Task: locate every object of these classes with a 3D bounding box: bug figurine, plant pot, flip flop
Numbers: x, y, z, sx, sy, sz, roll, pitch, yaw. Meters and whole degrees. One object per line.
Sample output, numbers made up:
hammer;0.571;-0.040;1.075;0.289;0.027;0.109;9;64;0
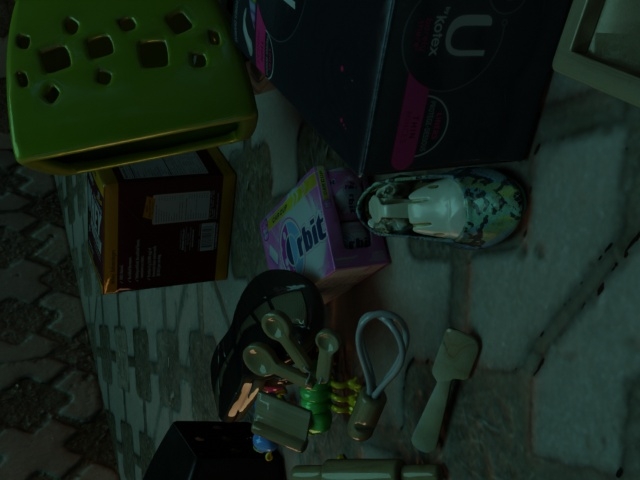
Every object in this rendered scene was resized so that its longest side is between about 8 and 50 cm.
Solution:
bug figurine;-0.028;0.217;0.975;0.279;0.072;0.216;-148;55;-61
plant pot;-0.150;0.359;1.169;0.188;0.187;0.167;25;105;62
flip flop;-0.052;0.121;0.888;0.277;0.080;0.112;123;144;-50
plant pot;-0.194;-0.191;0.831;0.227;0.228;0.207;-175;73;-83

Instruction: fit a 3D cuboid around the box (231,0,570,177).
box;0.044;-0.184;0.627;0.270;0.143;0.165;-128;39;-49

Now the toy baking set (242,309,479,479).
toy baking set;0.030;0.151;0.744;0.256;0.030;0.197;-5;115;30

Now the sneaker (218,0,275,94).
sneaker;-0.088;-0.302;0.949;0.153;0.094;0.235;58;156;29

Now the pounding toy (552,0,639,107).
pounding toy;0.195;-0.162;0.372;0.181;0.094;0.206;-128;48;-58

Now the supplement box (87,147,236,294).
supplement box;-0.248;-0.039;1.251;0.129;0.194;0.191;-127;38;-49

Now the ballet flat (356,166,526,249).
ballet flat;0.087;-0.024;0.668;0.188;0.070;0.070;179;86;-66

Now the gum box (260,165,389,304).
gum box;0.000;0.000;0.868;0.188;0.062;0.107;140;120;-62
